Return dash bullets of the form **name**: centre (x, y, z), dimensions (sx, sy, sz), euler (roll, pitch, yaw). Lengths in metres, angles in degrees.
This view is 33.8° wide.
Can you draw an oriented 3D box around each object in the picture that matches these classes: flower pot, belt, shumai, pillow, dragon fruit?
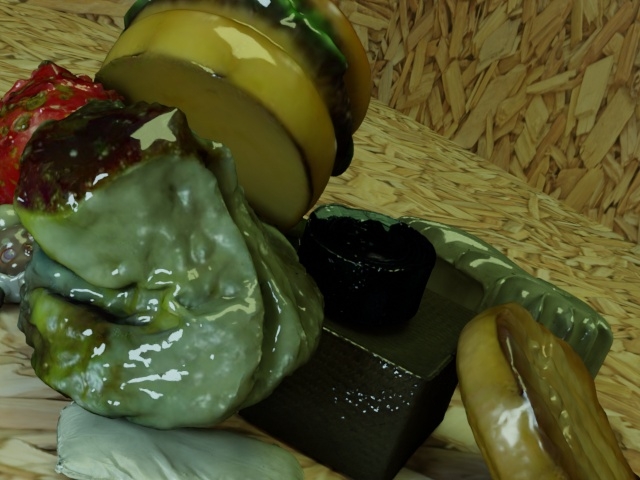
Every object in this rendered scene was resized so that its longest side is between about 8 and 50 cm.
- **flower pot**: centre (0.234, 0.089, 1.546), dimensions (0.254, 0.164, 0.367), euler (15, 16, -42)
- **belt**: centre (0.045, 0.023, 1.146), dimensions (0.151, 0.078, 0.198), euler (19, 19, 4)
- **shumai**: centre (-0.142, -0.015, 0.955), dimensions (0.309, 0.263, 0.304), euler (11, 32, 25)
- **pillow**: centre (-0.119, 0.195, 0.925), dimensions (0.229, 0.051, 0.128), euler (17, 14, -12)
- **dragon fruit**: centre (-0.333, -0.098, 1.370), dimensions (0.205, 0.210, 0.268), euler (30, 26, -42)

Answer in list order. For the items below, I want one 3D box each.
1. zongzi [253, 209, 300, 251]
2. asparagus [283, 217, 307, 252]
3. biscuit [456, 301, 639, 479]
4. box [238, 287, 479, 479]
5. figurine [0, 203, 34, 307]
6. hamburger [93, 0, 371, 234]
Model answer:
- **zongzi**: centre (-0.163, -0.027, 1.526), dimensions (0.247, 0.111, 0.241), euler (22, 7, -19)
- **asparagus**: centre (-0.001, 0.001, 1.710), dimensions (0.277, 0.067, 0.060), euler (16, -8, -24)
- **biscuit**: centre (0.236, 0.204, 1.105), dimensions (0.296, 0.102, 0.296), euler (48, 22, -27)
- **box**: centre (0.053, 0.137, 1.181), dimensions (0.184, 0.143, 0.273), euler (27, 17, 16)
- **figurine**: centre (-0.299, 0.036, 1.131), dimensions (0.197, 0.093, 0.147), euler (31, 53, 26)
- **hamburger**: centre (-0.124, -0.229, 1.540), dimensions (0.395, 0.396, 0.277), euler (23, 55, 5)
